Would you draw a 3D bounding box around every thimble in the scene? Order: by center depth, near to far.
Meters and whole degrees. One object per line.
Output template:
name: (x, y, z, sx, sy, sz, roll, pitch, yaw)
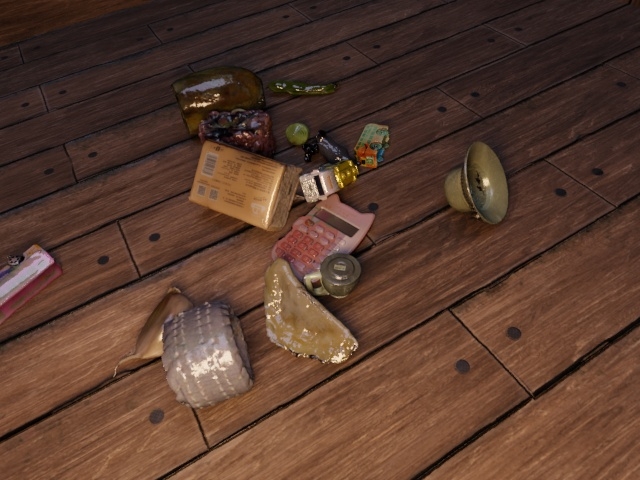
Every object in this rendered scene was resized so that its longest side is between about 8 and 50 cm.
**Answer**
thimble: (-0.264, 0.265, 1.100, 0.172, 0.205, 0.236, -17, 58, -7)

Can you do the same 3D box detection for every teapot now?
teapot: (0.039, 0.114, 1.264, 0.149, 0.108, 0.111, -33, 55, -27)

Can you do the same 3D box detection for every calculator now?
calculator: (0.000, 0.000, 1.409, 0.220, 0.048, 0.330, 33, 62, 28)

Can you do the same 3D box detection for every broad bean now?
broad bean: (-0.071, -0.643, 1.967, 0.318, 0.055, 0.098, -4, 43, -4)

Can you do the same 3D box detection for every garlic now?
garlic: (-0.418, 0.244, 1.216, 0.128, 0.148, 0.266, 41, 52, -8)

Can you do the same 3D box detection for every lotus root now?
lotus root: (-0.382, -0.546, 1.807, 0.346, 0.250, 0.250, -14, 49, -10)

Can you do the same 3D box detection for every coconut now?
coconut: (-0.085, -0.394, 1.732, 0.088, 0.087, 0.096, 9, 22, 14)

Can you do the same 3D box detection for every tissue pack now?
tissue pack: (-0.220, -0.174, 1.502, 0.306, 0.238, 0.238, 20, 55, 22)

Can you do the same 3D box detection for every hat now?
hat: (0.452, -0.161, 1.422, 0.130, 0.257, 0.257, -13, 36, 46)

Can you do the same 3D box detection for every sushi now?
sushi: (-0.299, -0.376, 1.682, 0.270, 0.170, 0.236, 0, 50, 9)

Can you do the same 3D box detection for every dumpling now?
dumpling: (-0.053, 0.205, 1.207, 0.166, 0.086, 0.332, -45, 62, 4)

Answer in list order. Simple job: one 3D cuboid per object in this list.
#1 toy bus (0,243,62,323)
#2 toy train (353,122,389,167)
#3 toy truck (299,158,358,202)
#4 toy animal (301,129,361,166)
toy bus: (-0.902, 0.136, 1.362, 0.112, 0.090, 0.274, 31, 60, 18)
toy train: (0.186, -0.339, 1.664, 0.099, 0.072, 0.188, 9, 51, 21)
toy truck: (0.031, -0.195, 1.478, 0.114, 0.097, 0.227, -11, 14, 31)
toy animal: (0.049, -0.319, 1.632, 0.210, 0.117, 0.121, 26, 50, 28)
